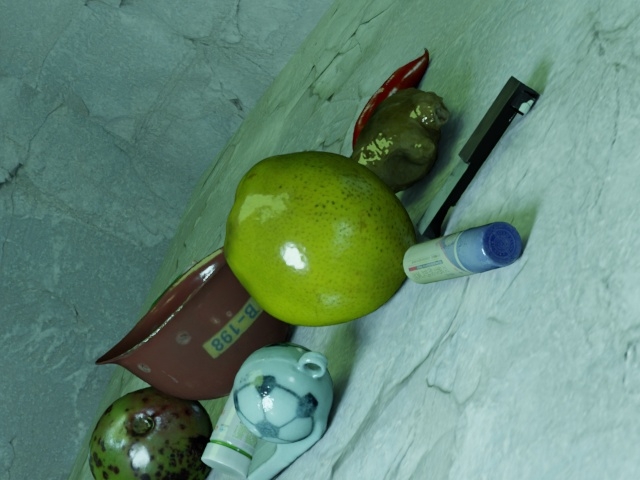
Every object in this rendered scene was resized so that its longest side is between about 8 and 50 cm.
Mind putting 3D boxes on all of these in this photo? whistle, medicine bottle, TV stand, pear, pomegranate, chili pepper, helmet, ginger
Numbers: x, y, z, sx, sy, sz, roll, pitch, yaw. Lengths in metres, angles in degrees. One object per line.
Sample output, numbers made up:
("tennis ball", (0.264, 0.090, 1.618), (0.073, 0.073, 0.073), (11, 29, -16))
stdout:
("whistle", (-0.072, 0.248, 1.618), (0.290, 0.163, 0.163), (-48, 19, 40))
("medicine bottle", (-0.131, 0.309, 1.846), (0.086, 0.086, 0.183), (-32, 31, 62))
("TV stand", (0.222, -0.113, 1.532), (0.256, 0.040, 0.049), (-57, 16, 13))
("pear", (0.000, 0.000, 1.616), (0.294, 0.294, 0.294), (-55, 15, 23))
("pomegranate", (-0.332, 0.409, 2.078), (0.242, 0.242, 0.306), (-67, 7, -25))
("chili pepper", (0.123, -0.224, 2.013), (0.137, 0.092, 0.368), (-33, 31, 39))
("medicine bottle", (0.179, 0.018, 1.386), (0.059, 0.059, 0.231), (-65, 14, -16))
("helmet", (-0.198, 0.177, 1.998), (0.385, 0.230, 0.337), (-45, 10, -19))
("ginger", (0.139, -0.187, 1.804), (0.219, 0.123, 0.270), (-30, 30, 48))

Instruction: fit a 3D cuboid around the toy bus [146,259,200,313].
("toy bus", (-0.278, 0.157, 2.463), (0.305, 0.179, 0.143), (-39, 25, 55))
